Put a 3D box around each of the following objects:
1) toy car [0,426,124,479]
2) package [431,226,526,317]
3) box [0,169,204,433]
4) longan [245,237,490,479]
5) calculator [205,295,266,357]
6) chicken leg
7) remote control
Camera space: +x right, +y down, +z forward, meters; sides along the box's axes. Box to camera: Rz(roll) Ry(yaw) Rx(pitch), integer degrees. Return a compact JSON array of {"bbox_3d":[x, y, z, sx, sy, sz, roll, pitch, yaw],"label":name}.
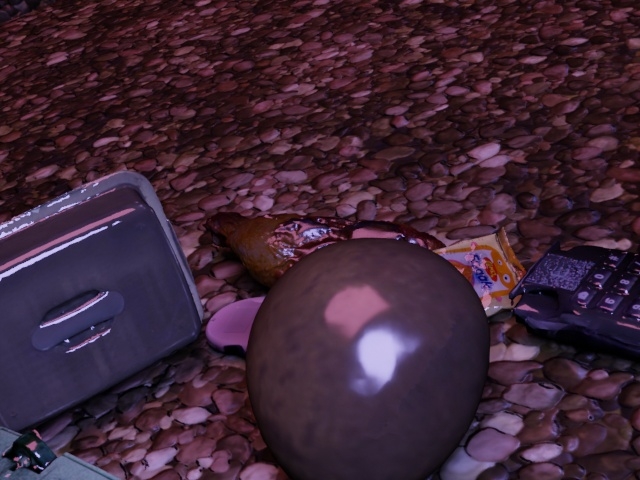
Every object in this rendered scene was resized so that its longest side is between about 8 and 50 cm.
[{"bbox_3d":[-0.226,0.258,0.894,0.320,0.097,0.141,12,40,38],"label":"toy car"},{"bbox_3d":[0.164,0.043,1.122,0.120,0.031,0.108,-16,55,-8],"label":"package"},{"bbox_3d":[-0.281,0.069,1.121,0.290,0.221,0.166,-28,21,-21],"label":"box"},{"bbox_3d":[0.040,0.109,0.933,0.246,0.215,0.246,-43,1,1],"label":"longan"},{"bbox_3d":[-0.051,0.096,1.162,0.166,0.024,0.103,0,33,20],"label":"calculator"},{"bbox_3d":[-0.006,0.003,1.234,0.322,0.083,0.177,2,17,12],"label":"chicken leg"},{"bbox_3d":[0.375,0.085,0.962,0.398,0.062,0.144,14,40,36],"label":"remote control"}]
